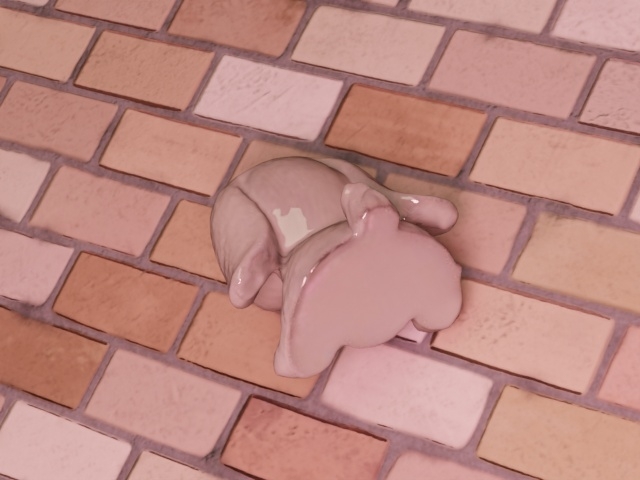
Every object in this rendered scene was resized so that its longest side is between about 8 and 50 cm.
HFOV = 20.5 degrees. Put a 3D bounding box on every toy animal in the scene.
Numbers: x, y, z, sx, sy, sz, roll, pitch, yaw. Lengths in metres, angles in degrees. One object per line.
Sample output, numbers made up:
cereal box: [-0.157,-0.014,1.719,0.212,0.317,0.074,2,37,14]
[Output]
toy animal: [0.000,0.000,1.914,0.271,0.206,0.265,-18,32,-19]
